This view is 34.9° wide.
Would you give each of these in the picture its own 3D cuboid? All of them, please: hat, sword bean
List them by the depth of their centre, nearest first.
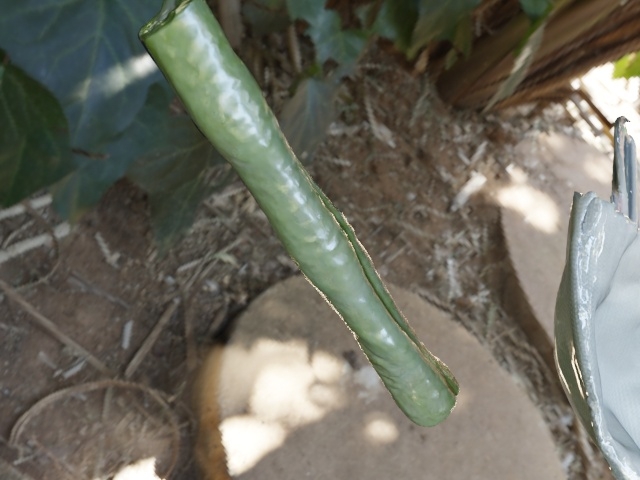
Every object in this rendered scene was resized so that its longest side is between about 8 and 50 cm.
[{"bbox_3d":[0.000,0.001,0.485,0.269,0.038,0.043,55,22,-31],"label":"sword bean"},{"bbox_3d":[0.194,0.049,0.531,0.219,0.164,0.226,31,8,-2],"label":"hat"}]
